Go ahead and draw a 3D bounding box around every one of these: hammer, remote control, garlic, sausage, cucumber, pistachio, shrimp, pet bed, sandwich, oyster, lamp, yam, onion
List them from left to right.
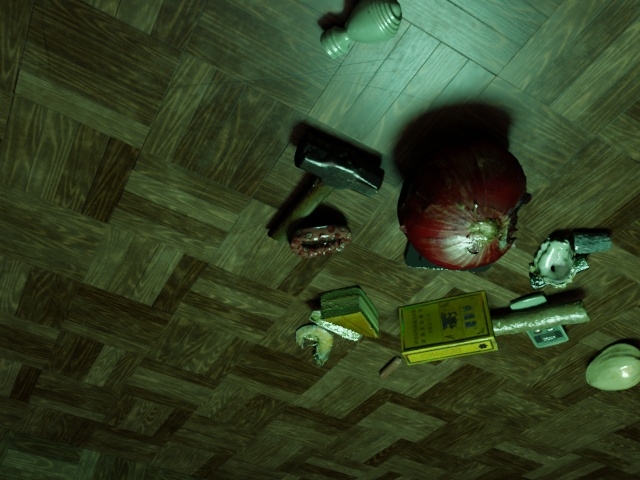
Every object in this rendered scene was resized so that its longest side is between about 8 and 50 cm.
[{"bbox_3d":[-0.027,-0.110,1.653,0.242,0.095,0.409,24,134,-20],"label":"hammer"},{"bbox_3d":[-0.023,0.395,2.205,0.143,0.052,0.251,11,129,7],"label":"shrimp"},{"bbox_3d":[0.000,0.000,1.742,0.201,0.053,0.201,-10,162,-3],"label":"pet bed"},{"bbox_3d":[0.050,0.276,2.034,0.195,0.101,0.087,26,101,-12],"label":"garlic"},{"bbox_3d":[0.104,0.258,2.004,0.144,0.117,0.187,-15,135,21],"label":"sandwich"},{"bbox_3d":[0.088,-0.466,1.276,0.193,0.106,0.106,-18,133,32],"label":"lamp"},{"bbox_3d":[0.274,0.499,2.301,0.035,0.030,0.147,18,134,-16],"label":"sausage"},{"bbox_3d":[0.352,-0.084,1.495,0.341,0.341,0.341,2,136,2],"label":"onion"},{"bbox_3d":[0.703,0.264,1.962,0.356,0.081,0.081,-14,133,22],"label":"yam"},{"bbox_3d":[0.763,0.280,2.044,0.123,0.038,0.285,-22,131,24],"label":"remote control"},{"bbox_3d":[0.711,0.066,1.783,0.081,0.163,0.191,-13,-174,-30],"label":"oyster"},{"bbox_3d":[0.749,0.103,1.851,0.187,0.058,0.058,-28,128,29],"label":"cucumber"},{"bbox_3d":[0.802,0.007,1.744,0.112,0.064,0.064,-1,136,4],"label":"cucumber"},{"bbox_3d":[1.080,0.467,2.149,0.157,0.157,0.229,23,138,-19],"label":"pistachio"}]

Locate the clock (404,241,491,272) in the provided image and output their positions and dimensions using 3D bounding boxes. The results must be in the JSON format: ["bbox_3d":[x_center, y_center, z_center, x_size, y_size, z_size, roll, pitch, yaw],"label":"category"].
[{"bbox_3d":[0.406,-0.004,1.764,0.273,0.049,0.279,4,136,0],"label":"clock"}]

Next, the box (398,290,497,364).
[{"bbox_3d":[0.421,0.293,1.966,0.301,0.193,0.084,-13,135,17],"label":"box"}]
